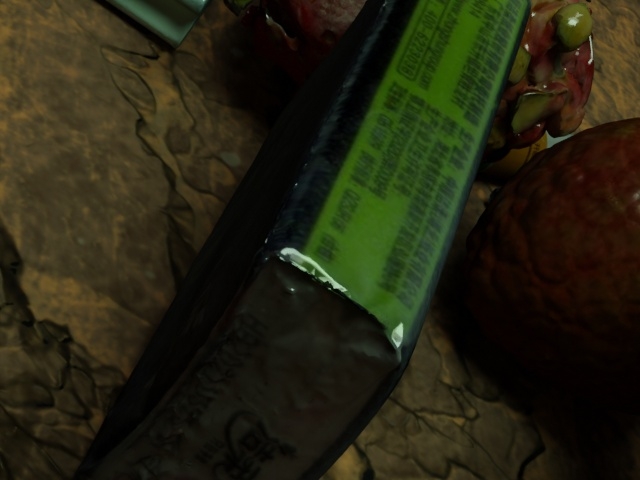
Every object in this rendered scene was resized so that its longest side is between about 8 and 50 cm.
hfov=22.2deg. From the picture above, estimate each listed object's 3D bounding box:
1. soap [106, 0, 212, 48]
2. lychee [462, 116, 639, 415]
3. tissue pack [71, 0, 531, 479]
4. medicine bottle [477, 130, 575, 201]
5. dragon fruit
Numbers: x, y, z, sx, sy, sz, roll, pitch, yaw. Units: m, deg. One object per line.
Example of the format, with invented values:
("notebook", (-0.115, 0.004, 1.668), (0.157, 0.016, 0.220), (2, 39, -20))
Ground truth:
("soap", (-0.170, -0.262, 1.371), (0.198, 0.066, 0.119), (35, 39, -7))
("lychee", (0.266, 0.022, 1.320), (0.300, 0.255, 0.255), (0, 45, 7))
("tissue pack", (0.000, 0.000, 1.101), (0.124, 0.288, 0.394), (32, 41, -7))
("medicine bottle", (0.198, -0.066, 1.495), (0.221, 0.061, 0.092), (10, 73, -31))
("dragon fruit", (0.096, -0.190, 1.328), (0.291, 0.250, 0.269), (29, -15, 37))
